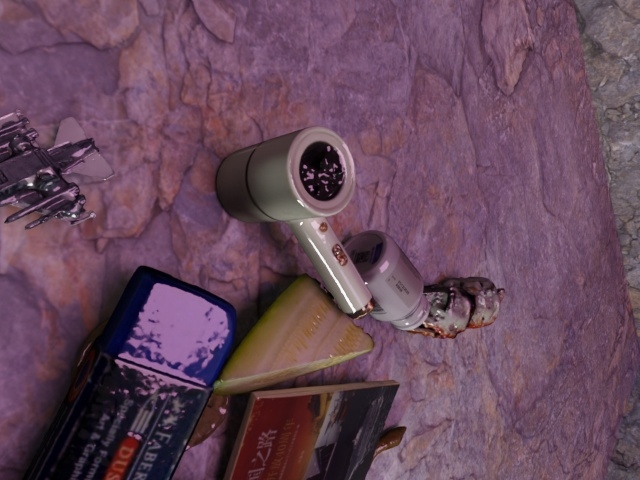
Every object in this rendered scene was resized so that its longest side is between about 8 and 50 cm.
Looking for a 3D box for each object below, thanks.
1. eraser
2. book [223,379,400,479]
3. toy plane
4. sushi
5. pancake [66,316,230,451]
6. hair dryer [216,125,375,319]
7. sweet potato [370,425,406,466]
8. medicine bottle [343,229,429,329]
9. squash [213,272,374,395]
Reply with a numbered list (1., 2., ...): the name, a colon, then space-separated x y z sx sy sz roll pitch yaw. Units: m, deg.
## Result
1. eraser: -0.229 0.209 0.597 0.155 0.102 0.331 29 81 -27
2. book: -0.012 0.387 0.887 0.374 0.028 0.262 11 100 -44
3. toy plane: -0.346 -0.069 0.545 0.234 0.082 0.160 -36 89 -38
4. sushi: 0.321 0.158 1.168 0.332 0.124 0.129 -1 100 -42
5. pancake: -0.241 0.210 0.685 0.242 0.050 0.241 -2 94 -33
6. hair dryer: 0.000 0.000 0.777 0.128 0.203 0.361 -47 117 -32
7. sweet potato: 0.145 0.454 1.075 0.153 0.038 0.041 -25 86 -39
8. medicine bottle: 0.134 0.090 0.977 0.215 0.135 0.135 48 61 -35
9. squash: -0.048 0.203 0.776 0.203 0.111 0.288 47 35 -8
